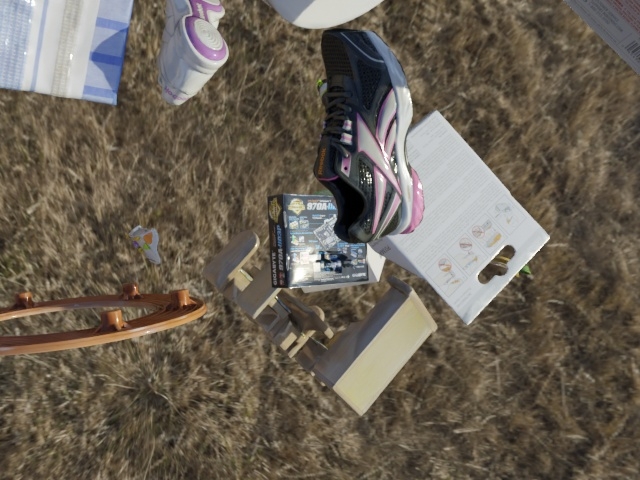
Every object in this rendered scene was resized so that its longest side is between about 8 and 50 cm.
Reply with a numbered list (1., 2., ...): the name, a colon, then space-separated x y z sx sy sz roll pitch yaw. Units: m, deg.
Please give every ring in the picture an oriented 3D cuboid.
1. ring: -0.305 0.085 0.862 0.337 0.336 0.032 -6 95 -14

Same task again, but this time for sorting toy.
1. sorting toy: -0.353 0.013 1.478 0.045 0.083 0.075 -36 114 -25

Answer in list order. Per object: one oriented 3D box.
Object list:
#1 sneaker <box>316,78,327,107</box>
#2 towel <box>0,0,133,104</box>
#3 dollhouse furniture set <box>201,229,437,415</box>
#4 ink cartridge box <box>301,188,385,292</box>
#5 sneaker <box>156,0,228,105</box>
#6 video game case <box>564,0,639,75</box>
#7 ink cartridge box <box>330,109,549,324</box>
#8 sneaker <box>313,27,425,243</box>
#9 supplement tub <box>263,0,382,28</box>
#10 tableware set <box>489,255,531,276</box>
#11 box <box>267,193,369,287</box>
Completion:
1. sneaker: 0.072 -0.356 1.907 0.084 0.235 0.097 -41 50 13
2. towel: -0.429 -0.326 1.097 0.285 0.034 0.209 5 107 -35
3. dollhouse furniture set: 0.012 0.151 1.603 0.256 0.362 0.394 -48 48 -10
4. ink cartridge box: 0.050 0.007 1.767 0.119 0.207 0.353 62 31 -30
5. sneaker: -0.243 -0.353 1.267 0.114 0.152 0.305 25 33 -28
6. video game case: 0.245 -0.193 0.512 0.201 0.183 0.023 45 78 0
7. ink cartridge box: 0.158 -0.030 0.956 0.189 0.066 0.232 -41 93 -23
8. sneaker: 0.028 -0.077 0.573 0.077 0.072 0.178 -25 105 -29
9. supplement tub: -0.055 -0.378 0.657 0.241 0.241 0.331 -32 69 -17
10. tableware set: 0.313 0.041 1.371 0.154 0.104 0.024 18 82 -12
11. box: 0.000 0.000 1.406 0.220 0.051 0.175 -2 89 -43
